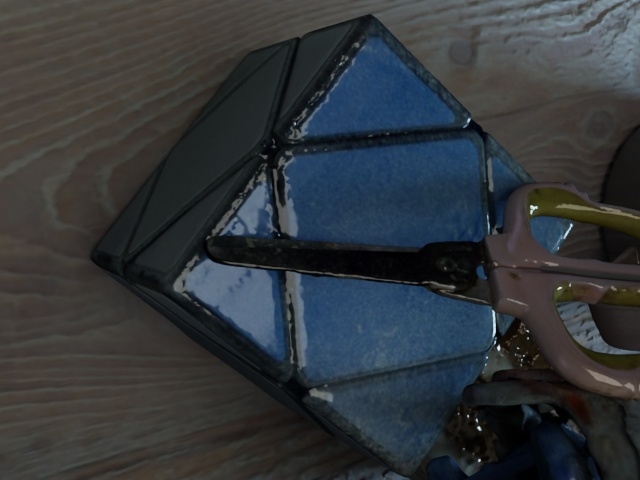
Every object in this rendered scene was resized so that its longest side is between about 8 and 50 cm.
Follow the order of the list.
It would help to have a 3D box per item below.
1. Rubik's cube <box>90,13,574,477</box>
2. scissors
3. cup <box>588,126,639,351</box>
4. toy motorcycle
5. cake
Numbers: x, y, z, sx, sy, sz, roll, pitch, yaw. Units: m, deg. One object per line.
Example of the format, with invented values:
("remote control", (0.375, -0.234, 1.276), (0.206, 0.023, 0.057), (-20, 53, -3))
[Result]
("Rubik's cube", (0.000, 0.000, 0.650), (0.205, 0.207, 0.205), (41, 79, -23))
("scissors", (0.093, 0.018, 0.533), (0.317, 0.160, 0.024), (6, 136, -13))
("cup", (0.380, 0.008, 0.787), (0.208, 0.273, 0.288), (37, 79, -23))
("toy motorcycle", (0.198, 0.198, 0.591), (0.319, 0.241, 0.182), (30, 60, -43))
("cake", (0.117, 0.126, 0.751), (0.134, 0.135, 0.147), (45, 77, -23))
